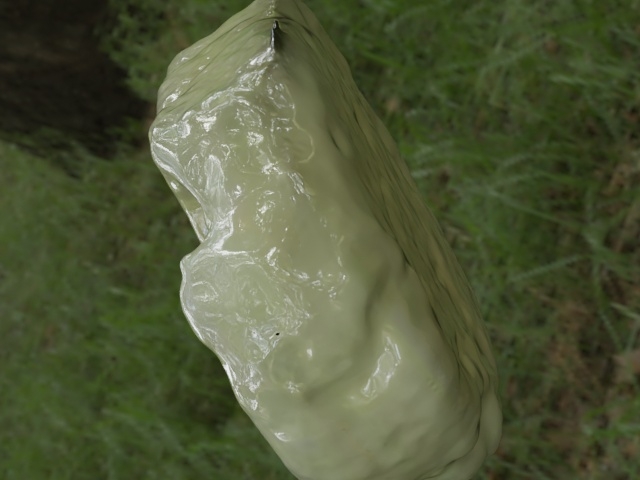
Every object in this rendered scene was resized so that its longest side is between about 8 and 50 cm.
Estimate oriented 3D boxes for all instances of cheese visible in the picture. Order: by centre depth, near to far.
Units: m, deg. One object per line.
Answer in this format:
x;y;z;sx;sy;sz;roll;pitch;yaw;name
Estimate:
0.000;0.000;0.887;0.115;0.318;0.326;-29;71;11;cheese
